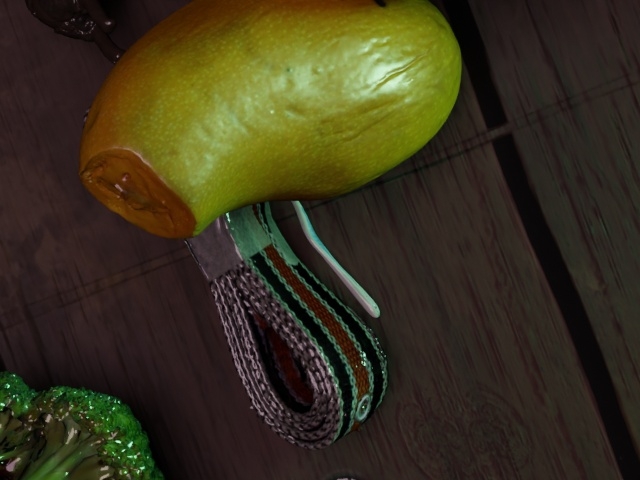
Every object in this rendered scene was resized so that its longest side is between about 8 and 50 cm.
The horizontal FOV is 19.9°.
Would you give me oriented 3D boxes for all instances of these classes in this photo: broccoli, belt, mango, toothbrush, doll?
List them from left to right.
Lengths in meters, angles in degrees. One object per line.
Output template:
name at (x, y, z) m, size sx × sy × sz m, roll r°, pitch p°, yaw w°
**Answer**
broccoli at (-0.237, 0.245, 1.474) m, size 0.269 × 0.269 × 0.254 m, roll 6°, pitch 100°, yaw 13°
doll at (-0.194, -0.224, 1.525) m, size 0.165 × 0.057 × 0.139 m, roll 18°, pitch 58°, yaw 33°
belt at (-0.066, 0.006, 1.507) m, size 0.126 × 0.094 × 0.359 m, roll -31°, pitch 84°, yaw 24°
mango at (-0.035, -0.115, 1.398) m, size 0.187 × 0.359 × 0.144 m, roll 62°, pitch 145°, yaw 14°
toothbrush at (0.000, 0.000, 1.534) m, size 0.017 × 0.014 × 0.162 m, roll -44°, pitch 79°, yaw 20°
